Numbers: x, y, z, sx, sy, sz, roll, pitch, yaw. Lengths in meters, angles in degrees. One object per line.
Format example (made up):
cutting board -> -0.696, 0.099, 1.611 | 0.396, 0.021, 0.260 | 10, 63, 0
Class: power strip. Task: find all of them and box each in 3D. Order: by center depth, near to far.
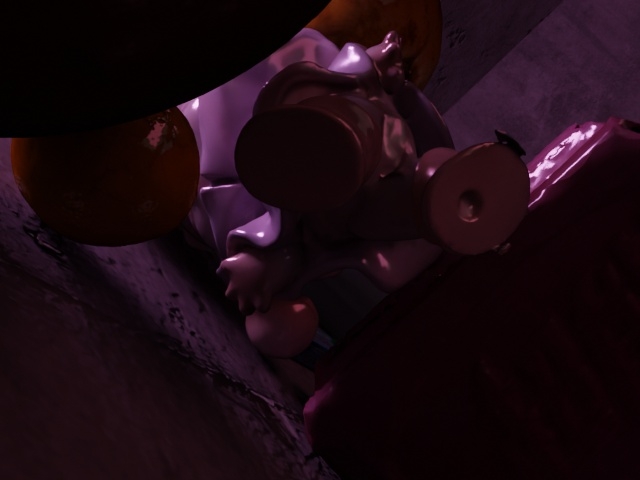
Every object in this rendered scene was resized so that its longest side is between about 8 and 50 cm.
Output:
power strip -> 0.000, 0.000, 0.817 | 0.253, 0.054, 0.167 | 48, 9, 0

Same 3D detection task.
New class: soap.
soap -> 0.123, 0.050, 0.562 | 0.162, 0.250, 0.099 | 45, 8, 3

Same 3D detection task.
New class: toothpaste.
toothpaste -> 0.000, 0.064, 0.665 | 0.083, 0.017, 0.020 | 35, 15, -48

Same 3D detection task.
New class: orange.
orange -> -0.092, -0.034, 0.496 | 0.083, 0.070, 0.083 | 11, 28, -6

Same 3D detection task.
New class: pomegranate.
pomegranate -> -0.015, -0.219, 1.149 | 0.270, 0.229, 0.252 | 40, 12, 37

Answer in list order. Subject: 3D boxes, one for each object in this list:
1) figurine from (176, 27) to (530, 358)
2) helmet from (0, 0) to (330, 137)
figurine -> -0.007, -0.039, 0.577 | 0.276, 0.133, 0.200 | -161, -121, -69
helmet -> -0.096, -0.155, 0.404 | 0.385, 0.337, 0.230 | -60, 140, -75
